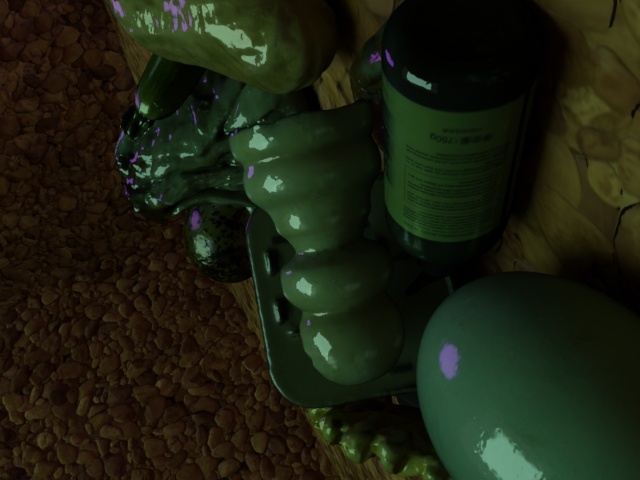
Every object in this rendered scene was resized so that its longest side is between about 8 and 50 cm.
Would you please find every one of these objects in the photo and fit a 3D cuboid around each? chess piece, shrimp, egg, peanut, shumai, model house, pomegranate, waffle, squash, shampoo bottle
[{"bbox_3d":[0.008,0.009,0.666,0.133,0.133,0.243,-169,65,-74],"label":"chess piece"},{"bbox_3d":[0.073,-0.129,0.644,0.115,0.051,0.217,56,166,2],"label":"shrimp"},{"bbox_3d":[0.156,0.111,0.516,0.231,0.168,0.168,48,161,56],"label":"egg"},{"bbox_3d":[-0.113,-0.256,0.817,0.319,0.147,0.147,27,148,33],"label":"peanut"},{"bbox_3d":[-0.160,-0.143,1.047,0.309,0.264,0.304,60,167,25],"label":"shumai"},{"bbox_3d":[0.046,0.047,0.859,0.279,0.205,0.218,-6,-94,-85],"label":"model house"},{"bbox_3d":[-0.155,-0.008,1.557,0.248,0.214,0.214,13,141,24],"label":"pomegranate"},{"bbox_3d":[0.124,0.206,0.759,0.250,0.261,0.056,2,75,67],"label":"waffle"},{"bbox_3d":[-0.164,-0.269,0.960,0.080,0.318,0.071,14,171,38],"label":"squash"},{"bbox_3d":[0.098,-0.051,0.576,0.101,0.101,0.283,55,165,32],"label":"shampoo bottle"}]

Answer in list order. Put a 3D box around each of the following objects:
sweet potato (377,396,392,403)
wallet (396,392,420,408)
[{"bbox_3d":[0.023,0.112,1.197,0.359,0.112,0.112,62,168,18],"label":"sweet potato"},{"bbox_3d":[0.152,0.199,0.993,0.181,0.049,0.229,68,165,-9],"label":"wallet"}]
